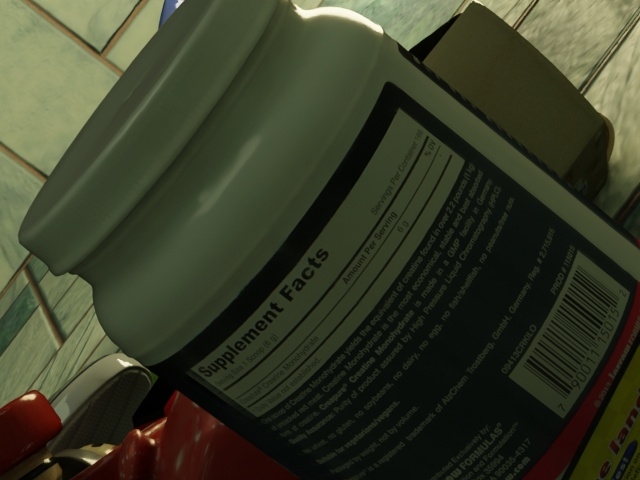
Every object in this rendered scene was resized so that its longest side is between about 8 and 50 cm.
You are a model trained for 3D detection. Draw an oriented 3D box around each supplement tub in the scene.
[{"bbox_3d":[0.017,0.014,0.820,0.191,0.272,0.191,-48,14,16],"label":"supplement tub"}]

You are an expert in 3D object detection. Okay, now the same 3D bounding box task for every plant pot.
[{"bbox_3d":[0.097,-0.045,0.955,0.109,0.096,0.109,-52,-24,-15],"label":"plant pot"}]

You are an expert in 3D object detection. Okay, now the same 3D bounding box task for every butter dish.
[{"bbox_3d":[-0.058,0.132,1.010,0.160,0.118,0.159,-120,37,-72],"label":"butter dish"}]

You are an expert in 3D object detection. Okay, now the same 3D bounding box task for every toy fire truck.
[{"bbox_3d":[-0.216,0.220,1.310,0.302,0.169,0.254,-37,-1,16],"label":"toy fire truck"}]

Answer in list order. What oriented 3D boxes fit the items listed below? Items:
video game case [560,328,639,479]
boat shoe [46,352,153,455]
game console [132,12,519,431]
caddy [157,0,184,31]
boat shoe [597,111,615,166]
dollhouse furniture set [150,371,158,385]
[{"bbox_3d":[0.126,0.136,0.584,0.275,0.035,0.248,-63,14,-1],"label":"video game case"},{"bbox_3d":[-0.262,0.216,1.524,0.094,0.109,0.302,35,88,37],"label":"boat shoe"},{"bbox_3d":[0.000,0.000,1.404,0.386,0.060,0.342,-56,9,-18],"label":"game console"},{"bbox_3d":[-0.100,-0.142,1.819,0.341,0.179,0.241,-96,23,-70],"label":"caddy"},{"bbox_3d":[0.112,-0.013,1.025,0.170,0.063,0.059,-53,8,-8],"label":"boat shoe"},{"bbox_3d":[-0.200,0.140,1.667,0.151,0.058,0.076,-53,13,-4],"label":"dollhouse furniture set"}]
